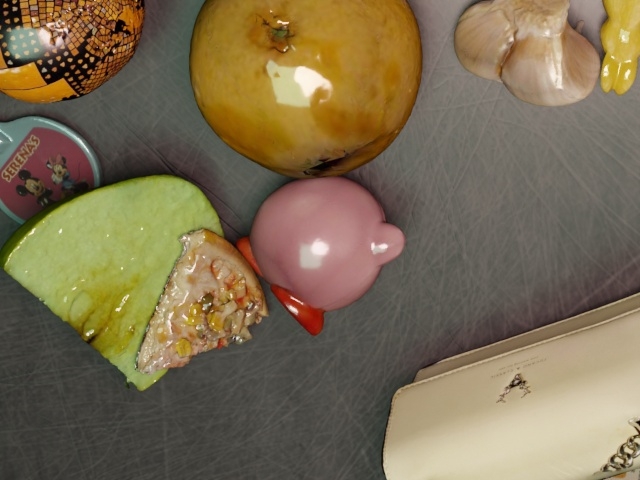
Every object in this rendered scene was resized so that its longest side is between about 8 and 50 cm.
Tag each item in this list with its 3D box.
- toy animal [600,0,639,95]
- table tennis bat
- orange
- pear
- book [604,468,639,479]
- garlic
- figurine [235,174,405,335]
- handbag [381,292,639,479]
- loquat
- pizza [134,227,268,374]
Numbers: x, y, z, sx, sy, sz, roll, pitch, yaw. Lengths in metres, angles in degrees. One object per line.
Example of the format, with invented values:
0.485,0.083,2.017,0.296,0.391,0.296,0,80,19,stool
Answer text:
0.340,-0.244,1.538,0.083,0.070,0.159,16,112,22,toy animal
-0.386,-0.112,1.735,0.244,0.040,0.153,41,112,-11,table tennis bat
-0.319,-0.265,1.564,0.234,0.234,0.182,28,148,-1,orange
-0.245,0.009,1.691,0.239,0.139,0.288,-43,130,-3,pear
0.485,0.245,1.719,0.295,0.020,0.208,7,111,7,book
0.233,-0.219,1.546,0.174,0.099,0.124,21,84,30,garlic
0.000,0.000,1.640,0.173,0.173,0.173,3,111,9,figurine
0.266,0.200,1.601,0.358,0.236,0.160,-22,107,26,handbag
-0.016,-0.200,1.535,0.263,0.263,0.263,3,111,9,loquat
-0.154,0.094,1.690,0.195,0.052,0.185,-48,129,-14,pizza
